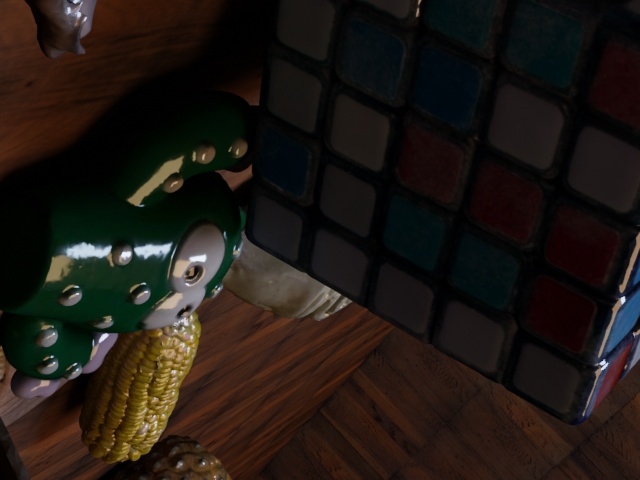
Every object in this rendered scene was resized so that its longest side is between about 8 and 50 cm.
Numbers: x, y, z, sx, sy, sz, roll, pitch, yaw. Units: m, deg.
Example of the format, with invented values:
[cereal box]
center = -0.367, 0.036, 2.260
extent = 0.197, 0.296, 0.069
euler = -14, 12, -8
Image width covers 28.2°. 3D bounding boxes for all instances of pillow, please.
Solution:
[pillow]
center = -0.235, 0.095, 1.098
extent = 0.135, 0.034, 0.211
euler = -39, 170, -41

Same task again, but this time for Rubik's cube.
[Rubik's cube]
center = 0.151, -0.106, 0.876
extent = 0.293, 0.292, 0.286
euler = -37, 147, -44

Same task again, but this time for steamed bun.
[steamed bun]
center = 0.002, -0.002, 1.285
extent = 0.211, 0.144, 0.218
euler = -45, 170, 3

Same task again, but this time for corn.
[corn]
center = -0.182, 0.140, 1.289
extent = 0.101, 0.101, 0.291
euler = -36, 167, -36

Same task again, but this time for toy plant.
[toy plant]
center = -0.133, 0.003, 0.906
extent = 0.243, 0.112, 0.232
euler = -31, 153, -36

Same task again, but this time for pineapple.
[pineapple]
center = -0.284, 0.410, 1.786
extent = 0.340, 0.169, 0.169
euler = -32, 164, -36

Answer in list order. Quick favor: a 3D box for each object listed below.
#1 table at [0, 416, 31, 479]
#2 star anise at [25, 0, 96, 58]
[table]
center = -0.336, 0.268, 0.941
extent = 0.249, 0.317, 0.317
euler = -25, 162, -24
[star anise]
center = -0.089, -0.164, 0.457
extent = 0.257, 0.110, 0.198
euler = -43, 171, 30
